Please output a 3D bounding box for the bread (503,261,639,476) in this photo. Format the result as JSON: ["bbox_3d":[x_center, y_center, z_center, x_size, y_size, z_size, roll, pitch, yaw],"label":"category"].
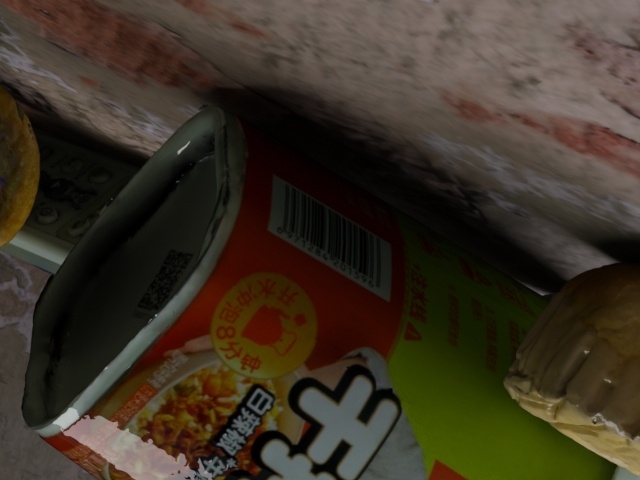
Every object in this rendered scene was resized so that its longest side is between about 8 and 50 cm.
[{"bbox_3d":[0.227,0.094,0.984,0.236,0.106,0.140,29,173,-11],"label":"bread"}]

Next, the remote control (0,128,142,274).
[{"bbox_3d":[-0.220,-0.023,1.568,0.335,0.128,0.065,20,136,37],"label":"remote control"}]

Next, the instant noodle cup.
[{"bbox_3d":[-0.001,0.091,1.107,0.308,0.294,0.294,36,169,-22],"label":"instant noodle cup"}]

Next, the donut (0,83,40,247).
[{"bbox_3d":[-0.353,-0.069,1.442,0.261,0.208,0.128,27,172,-33],"label":"donut"}]
